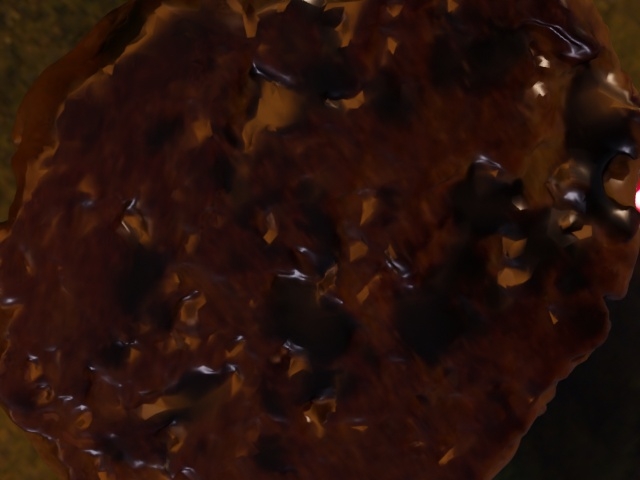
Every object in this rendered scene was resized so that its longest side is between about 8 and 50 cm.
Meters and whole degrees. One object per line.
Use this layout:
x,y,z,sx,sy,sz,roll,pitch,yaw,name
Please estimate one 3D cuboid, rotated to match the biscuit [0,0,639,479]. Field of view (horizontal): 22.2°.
-0.003,-0.003,0.771,0.334,0.289,0.081,-46,-165,3,biscuit
